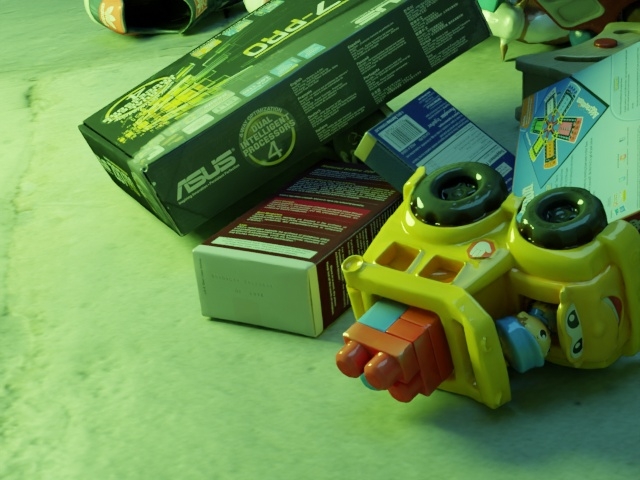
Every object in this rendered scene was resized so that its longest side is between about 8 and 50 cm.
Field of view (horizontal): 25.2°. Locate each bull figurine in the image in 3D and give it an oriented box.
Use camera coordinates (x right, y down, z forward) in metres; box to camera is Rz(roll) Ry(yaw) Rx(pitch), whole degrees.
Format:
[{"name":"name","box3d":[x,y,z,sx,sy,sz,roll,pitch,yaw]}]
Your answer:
[{"name":"bull figurine","box3d":[0.350,-0.337,2.001,0.310,0.101,0.188,-10,28,-4]}]

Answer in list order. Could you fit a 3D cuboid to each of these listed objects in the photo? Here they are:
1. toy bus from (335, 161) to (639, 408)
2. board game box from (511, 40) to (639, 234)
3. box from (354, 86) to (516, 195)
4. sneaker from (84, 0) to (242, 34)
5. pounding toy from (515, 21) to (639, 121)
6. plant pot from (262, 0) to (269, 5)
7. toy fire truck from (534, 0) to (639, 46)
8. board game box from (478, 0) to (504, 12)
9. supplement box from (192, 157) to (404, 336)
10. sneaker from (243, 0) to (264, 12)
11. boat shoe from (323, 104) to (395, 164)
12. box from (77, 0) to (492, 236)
[{"name":"toy bus","box3d":[0.122,0.058,1.129,0.220,0.149,0.211,16,45,37]},{"name":"board game box","box3d":[0.246,-0.078,1.335,0.145,0.027,0.281,-24,29,28]},{"name":"box","box3d":[0.155,-0.048,1.379,0.225,0.036,0.136,39,39,11]},{"name":"sneaker","box3d":[-0.197,-0.402,2.307,0.350,0.131,0.148,-22,34,-18]},{"name":"pounding toy","box3d":[0.356,-0.231,1.691,0.269,0.155,0.154,-13,27,-18]},{"name":"plant pot","box3d":[0.018,-0.346,2.036,0.180,0.201,0.201,10,25,3]},{"name":"toy fire truck","box3d":[0.403,-0.328,1.803,0.253,0.302,0.169,-16,58,32]},{"name":"board game box","box3d":[0.120,-0.430,1.945,0.336,0.079,0.254,20,31,12]},{"name":"supplement box","box3d":[0.000,0.000,1.365,0.130,0.073,0.239,9,29,31]},{"name":"sneaker","box3d":[0.018,-0.414,2.263,0.305,0.114,0.152,-17,26,-23]},{"name":"boat shoe","box3d":[0.047,-0.106,1.584,0.095,0.112,0.335,-42,23,4]},{"name":"box","box3d":[-0.052,-0.173,1.568,0.395,0.097,0.318,-34,24,-10]}]
